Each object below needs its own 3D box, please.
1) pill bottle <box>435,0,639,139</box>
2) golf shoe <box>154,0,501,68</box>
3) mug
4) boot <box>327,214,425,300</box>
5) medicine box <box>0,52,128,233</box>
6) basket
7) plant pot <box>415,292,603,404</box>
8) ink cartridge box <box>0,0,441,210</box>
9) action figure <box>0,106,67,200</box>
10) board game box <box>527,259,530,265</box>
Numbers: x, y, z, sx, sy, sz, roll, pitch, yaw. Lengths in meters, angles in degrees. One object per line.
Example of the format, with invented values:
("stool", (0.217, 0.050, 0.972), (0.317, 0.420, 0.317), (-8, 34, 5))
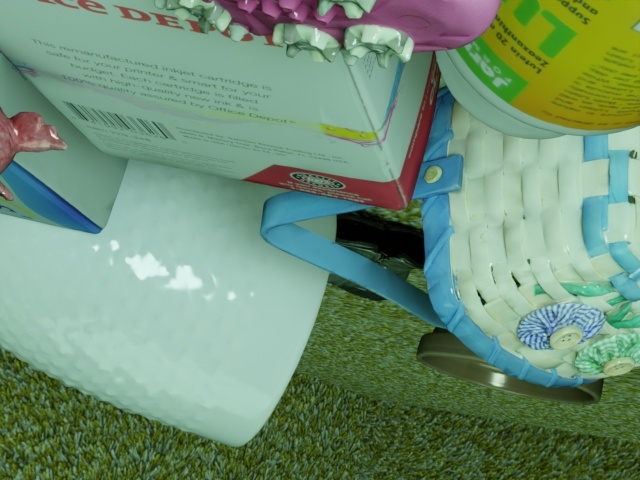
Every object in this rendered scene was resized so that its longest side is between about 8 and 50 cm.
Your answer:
("pill bottle", (0.121, -0.121, 0.494), (0.136, 0.136, 0.245), (16, 168, -4))
("golf shoe", (-0.065, -0.165, 0.460), (0.306, 0.140, 0.115), (22, 171, 14))
("mug", (-0.193, 0.003, 1.233), (0.328, 0.276, 0.374), (22, -162, -14))
("boot", (0.000, 0.000, 1.383), (0.247, 0.083, 0.161), (10, 162, -6))
("medicine box", (-0.323, -0.132, 0.955), (0.289, 0.149, 0.263), (13, 168, 14))
("basket", (0.134, -0.001, 0.870), (0.289, 0.201, 0.255), (-10, 155, 42))
("plant pot", (0.248, 0.127, 1.546), (0.237, 0.109, 0.237), (13, 168, 3))
("ink cartridge box", (-0.058, -0.133, 0.673), (0.226, 0.131, 0.306), (13, 167, 12))
("action figure", (-0.304, -0.135, 0.666), (0.370, 0.275, 0.248), (22, -161, 2))
("board game box", (0.281, 0.029, 1.214), (0.092, 0.043, 0.181), (6, 165, 37))
